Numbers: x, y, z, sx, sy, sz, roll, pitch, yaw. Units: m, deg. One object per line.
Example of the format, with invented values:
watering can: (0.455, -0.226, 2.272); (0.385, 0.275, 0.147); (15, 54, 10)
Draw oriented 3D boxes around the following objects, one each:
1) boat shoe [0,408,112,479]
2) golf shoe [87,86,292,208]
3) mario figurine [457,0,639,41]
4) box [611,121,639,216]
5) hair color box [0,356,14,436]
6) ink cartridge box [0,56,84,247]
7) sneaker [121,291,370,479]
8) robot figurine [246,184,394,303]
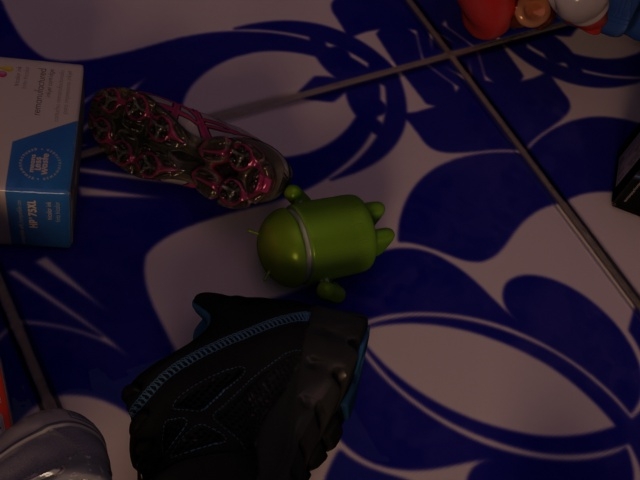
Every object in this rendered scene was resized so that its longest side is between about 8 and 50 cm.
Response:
boat shoe: (-0.209, 0.192, 0.514); (0.227, 0.079, 0.081); (-44, 30, -7)
golf shoe: (-0.112, -0.077, 0.788); (0.186, 0.067, 0.086); (26, 14, 15)
mario figurine: (0.281, -0.279, 0.940); (0.321, 0.198, 0.170); (7, 89, -17)
box: (0.374, -0.084, 0.839); (0.147, 0.180, 0.077); (20, 55, -1)
hair color box: (-0.240, 0.085, 0.618); (0.053, 0.093, 0.167); (-9, 61, -21)
ink cartridge box: (-0.306, -0.075, 0.716); (0.231, 0.078, 0.134); (3, 56, -12)
sneaker: (-0.075, 0.158, 0.590); (0.140, 0.125, 0.341); (15, 35, 9)
robot figurine: (0.000, 0.000, 0.753); (0.115, 0.067, 0.101); (-13, 73, -22)
